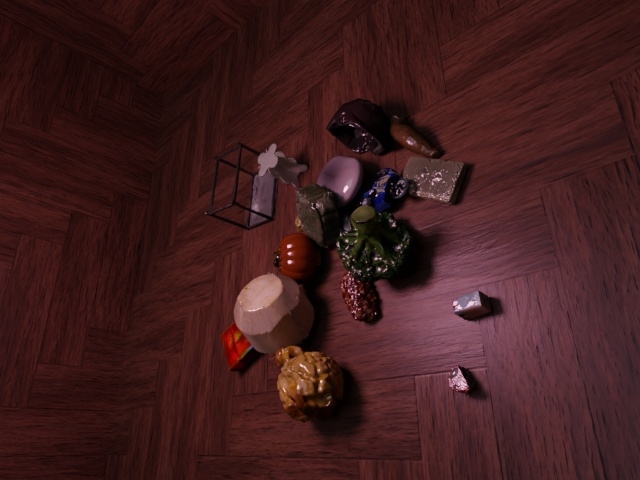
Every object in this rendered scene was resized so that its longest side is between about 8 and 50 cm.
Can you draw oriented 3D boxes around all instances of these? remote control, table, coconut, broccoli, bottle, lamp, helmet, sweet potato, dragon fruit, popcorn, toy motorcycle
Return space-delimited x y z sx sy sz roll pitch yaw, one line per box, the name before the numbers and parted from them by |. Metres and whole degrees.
remote control | 0.075 -0.248 1.947 0.221 0.103 0.332 -64 28 3
table | -0.391 -0.270 2.351 0.222 0.272 0.335 -17 62 41
coconut | -0.186 0.298 1.874 0.323 0.323 0.323 -21 59 40
broccoli | 0.183 -0.006 1.631 0.298 0.297 0.297 -15 41 13
bottle | 0.000 0.000 1.987 0.140 0.053 0.053 15 85 49
lamp | -0.099 0.076 1.953 0.223 0.197 0.223 179 90 -82
helmet | 0.176 -0.474 1.881 0.305 0.225 0.177 16 74 56
table | -0.177 -0.344 2.212 0.167 0.198 0.166 -21 59 39
sweet potato | 0.347 -0.396 1.761 0.112 0.085 0.286 -24 43 -18
dragon fruit | 0.415 0.418 1.369 0.060 0.056 0.083 -46 42 20
popcorn | -0.051 0.518 1.699 0.332 0.225 0.264 34 124 47
toy motorcycle | 0.224 -0.178 1.791 0.315 0.113 0.168 -32 41 44

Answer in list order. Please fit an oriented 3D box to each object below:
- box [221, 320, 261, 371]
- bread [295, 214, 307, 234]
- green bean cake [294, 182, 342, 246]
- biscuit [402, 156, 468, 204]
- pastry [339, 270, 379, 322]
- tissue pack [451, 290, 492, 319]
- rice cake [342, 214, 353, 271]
box | -0.321 0.430 2.120 0.313 0.089 0.197 -46 47 24
bread | -0.051 -0.103 2.078 0.156 0.064 0.117 -52 39 19
green bean cake | -0.006 -0.106 1.878 0.227 0.125 0.222 42 148 50
biscuit | 0.394 -0.223 1.667 0.252 0.052 0.150 23 90 50
pastry | 0.142 0.204 1.723 0.115 0.097 0.208 -44 47 39
tissue pack | 0.459 0.196 1.405 0.094 0.074 0.058 -29 47 38
rice cake | 0.117 0.014 1.834 0.040 0.085 0.226 -7 65 6
